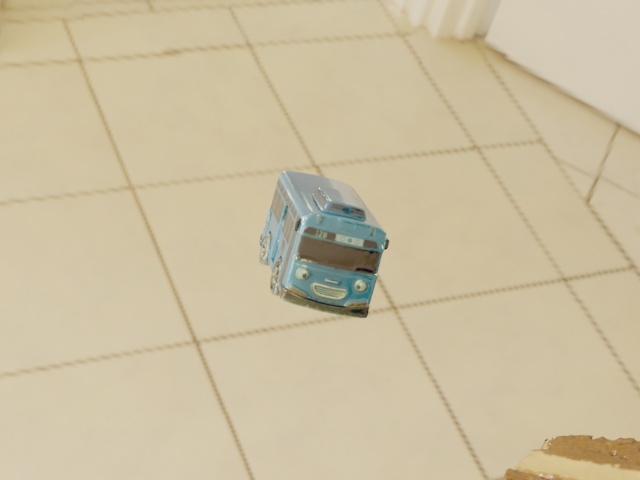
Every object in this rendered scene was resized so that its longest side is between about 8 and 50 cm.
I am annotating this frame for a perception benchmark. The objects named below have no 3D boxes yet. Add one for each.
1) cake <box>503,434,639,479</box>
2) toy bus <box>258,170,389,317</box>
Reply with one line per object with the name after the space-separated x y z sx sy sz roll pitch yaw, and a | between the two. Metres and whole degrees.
0.368 0.423 1.577 0.282 0.255 0.290 2 27 36 | cake
0.000 0.000 1.158 0.090 0.106 0.184 14 14 -14 | toy bus
